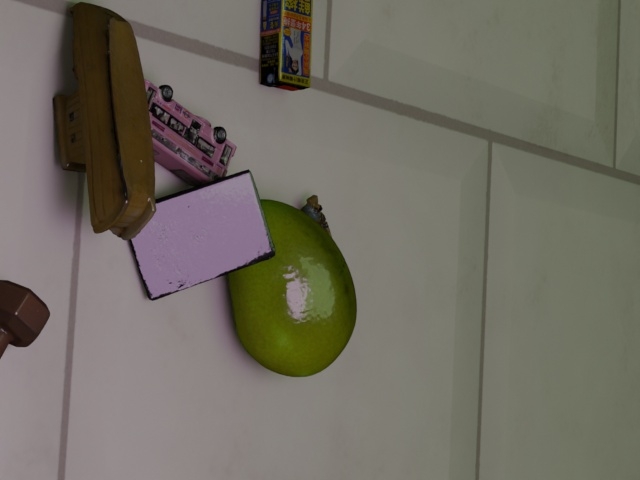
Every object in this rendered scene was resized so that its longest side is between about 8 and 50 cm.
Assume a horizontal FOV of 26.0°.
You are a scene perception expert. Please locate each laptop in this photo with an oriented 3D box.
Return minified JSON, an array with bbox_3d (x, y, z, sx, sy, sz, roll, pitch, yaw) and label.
[{"bbox_3d":[-0.169,-0.008,1.939,0.197,0.016,0.135,-19,101,-15],"label":"laptop"}]

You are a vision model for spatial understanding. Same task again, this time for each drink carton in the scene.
[{"bbox_3d":[-0.054,-0.318,2.138,0.071,0.056,0.166,7,84,-42],"label":"drink carton"}]

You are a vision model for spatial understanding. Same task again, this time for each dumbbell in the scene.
[{"bbox_3d":[-0.412,0.155,1.664,0.082,0.092,0.231,34,60,-13],"label":"dumbbell"}]

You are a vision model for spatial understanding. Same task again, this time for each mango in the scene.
[{"bbox_3d":[-0.042,0.069,2.048,0.185,0.149,0.273,-10,97,-7],"label":"mango"}]

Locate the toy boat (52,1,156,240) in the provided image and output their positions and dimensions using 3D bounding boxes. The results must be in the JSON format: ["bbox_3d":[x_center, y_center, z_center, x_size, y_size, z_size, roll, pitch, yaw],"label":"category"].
[{"bbox_3d":[-0.285,-0.158,1.802,0.089,0.121,0.321,5,71,-50],"label":"toy boat"}]

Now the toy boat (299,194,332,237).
[{"bbox_3d":[0.000,0.000,2.196,0.047,0.049,0.149,-31,112,-46],"label":"toy boat"}]

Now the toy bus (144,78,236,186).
[{"bbox_3d":[-0.207,-0.149,1.941,0.203,0.063,0.090,35,66,-42],"label":"toy bus"}]
